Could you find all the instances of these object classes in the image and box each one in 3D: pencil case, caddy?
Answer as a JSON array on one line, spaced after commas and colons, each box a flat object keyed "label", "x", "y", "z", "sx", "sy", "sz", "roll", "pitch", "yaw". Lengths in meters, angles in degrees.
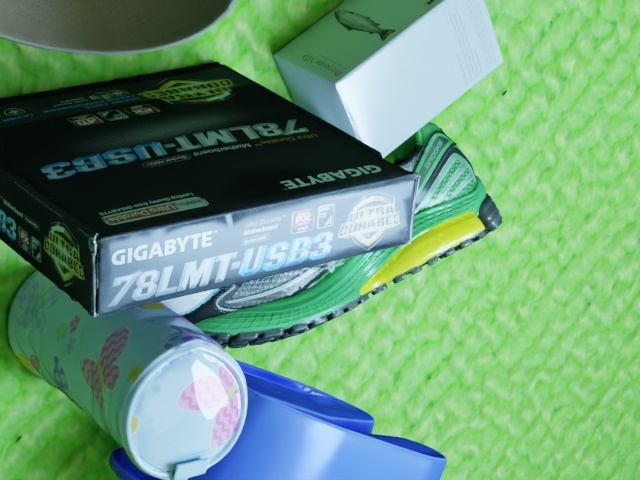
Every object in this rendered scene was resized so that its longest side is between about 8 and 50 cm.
[{"label": "pencil case", "x": -0.170, "y": 0.105, "z": 1.299, "sx": 0.113, "sy": 0.273, "sz": 0.124, "roll": 8, "pitch": 99, "yaw": -34}, {"label": "caddy", "x": -0.042, "y": 0.236, "z": 1.488, "sx": 0.341, "sy": 0.241, "sz": 0.179, "roll": 24, "pitch": 89, "yaw": -43}]

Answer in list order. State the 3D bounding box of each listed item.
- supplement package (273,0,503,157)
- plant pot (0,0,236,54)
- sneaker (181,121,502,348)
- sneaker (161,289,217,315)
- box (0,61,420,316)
[{"label": "supplement package", "x": 0.066, "y": -0.173, "z": 1.459, "sx": 0.179, "sy": 0.105, "sz": 0.105, "roll": -39, "pitch": 131, "yaw": -18}, {"label": "plant pot", "x": -0.183, "y": -0.291, "z": 1.123, "sx": 0.284, "sy": 0.284, "sz": 0.191, "roll": 35, "pitch": 53, "yaw": -43}, {"label": "sneaker", "x": 0.000, "y": 0.000, "z": 1.504, "sx": 0.343, "sy": 0.134, "sz": 0.146, "roll": -28, "pitch": 91, "yaw": -17}, {"label": "sneaker", "x": -0.091, "y": -0.040, "z": 1.413, "sx": 0.229, "sy": 0.087, "sz": 0.092, "roll": -51, "pitch": 134, "yaw": -8}, {"label": "box", "x": -0.124, "y": -0.053, "z": 1.237, "sx": 0.295, "sy": 0.293, "sz": 0.073, "roll": -13, "pitch": 119, "yaw": -33}]
